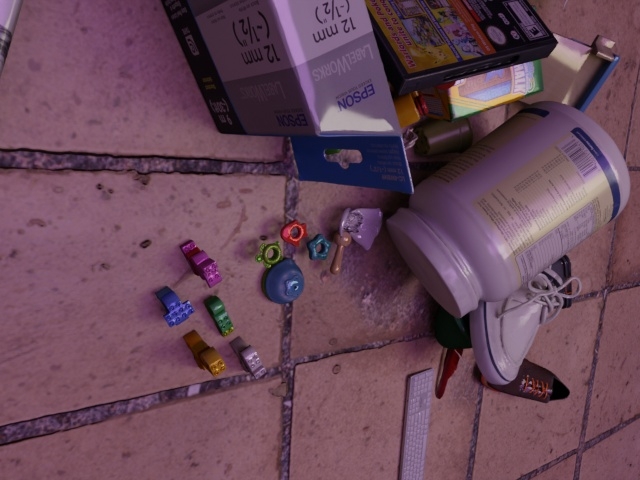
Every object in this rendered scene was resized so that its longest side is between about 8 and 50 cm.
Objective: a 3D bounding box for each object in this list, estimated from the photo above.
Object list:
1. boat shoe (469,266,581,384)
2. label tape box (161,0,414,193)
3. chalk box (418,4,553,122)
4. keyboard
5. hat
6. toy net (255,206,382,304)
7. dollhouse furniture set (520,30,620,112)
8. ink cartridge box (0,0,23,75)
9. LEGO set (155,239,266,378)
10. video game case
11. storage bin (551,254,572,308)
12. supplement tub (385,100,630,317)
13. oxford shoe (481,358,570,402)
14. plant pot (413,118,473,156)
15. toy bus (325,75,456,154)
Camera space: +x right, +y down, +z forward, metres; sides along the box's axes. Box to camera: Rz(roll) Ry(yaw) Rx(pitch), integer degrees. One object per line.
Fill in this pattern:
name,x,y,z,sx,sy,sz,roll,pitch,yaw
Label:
boat shoe,0.386,0.088,0.924,0.136,0.156,0.367,45,51,-24
label tape box,-0.052,-0.199,0.585,0.115,0.249,0.348,-31,116,-25
chalk box,0.266,-0.290,0.816,0.212,0.132,0.132,-19,112,-7
keyboard,0.196,0.387,1.029,0.072,0.014,0.256,-4,103,-34
hat,0.242,0.179,1.012,0.172,0.183,0.209,24,49,-34
toy net,0.000,0.000,0.794,0.232,0.045,0.122,-36,116,-25
dollhouse furniture set,0.396,-0.407,0.958,0.286,0.198,0.304,14,124,-10
ink cartridge box,-0.328,-0.199,0.423,0.121,0.211,0.290,16,92,-37
LEGO set,-0.147,0.125,0.688,0.087,0.093,0.227,-34,117,-24
video game case,0.153,-0.338,0.698,0.248,0.035,0.275,-19,69,-18
storage bin,0.499,0.100,1.129,0.090,0.098,0.135,-19,111,-19
supplement tub,0.295,-0.047,0.833,0.324,0.235,0.236,-36,119,-2
oxford shoe,0.469,0.314,1.145,0.271,0.098,0.097,16,91,-36
plant pot,0.207,-0.181,0.877,0.079,0.083,0.084,-20,111,-17
toy bus,0.080,-0.217,0.707,0.191,0.202,0.104,-46,121,-23
